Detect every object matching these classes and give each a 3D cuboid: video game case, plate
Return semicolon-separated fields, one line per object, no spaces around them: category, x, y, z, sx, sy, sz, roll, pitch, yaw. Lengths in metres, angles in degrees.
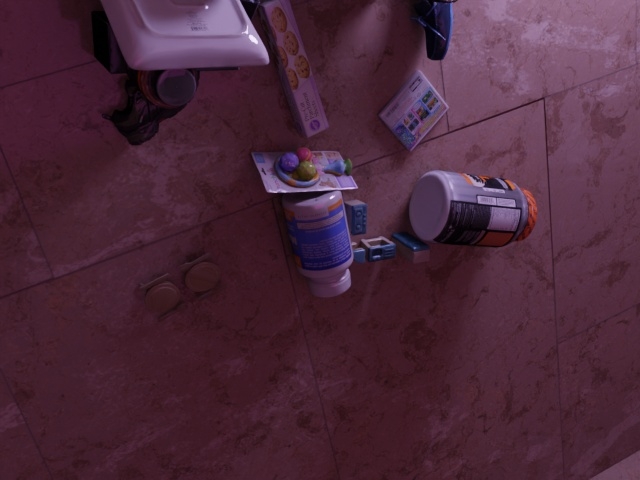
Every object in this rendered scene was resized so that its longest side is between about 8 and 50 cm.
video game case;0.241;-0.333;1.933;0.157;0.019;0.143;-49;124;-3
plate;-0.247;-0.422;1.314;0.277;0.278;0.045;-12;157;-36

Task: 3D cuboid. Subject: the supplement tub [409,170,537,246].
supplement tub;0.415;-0.080;2.022;0.315;0.193;0.194;4;108;-29

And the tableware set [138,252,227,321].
tableware set;-0.336;0.105;1.809;0.194;0.039;0.128;-27;132;-8

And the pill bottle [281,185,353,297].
pill bottle;0.000;0.000;1.868;0.152;0.152;0.272;-20;118;-18

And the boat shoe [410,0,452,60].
boat shoe;0.262;-0.567;1.814;0.088;0.109;0.259;-4;96;-18

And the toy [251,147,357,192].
toy;-0.032;-0.181;1.784;0.237;0.137;0.056;-2;138;-28

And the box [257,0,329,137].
box;-0.063;-0.398;1.725;0.067;0.063;0.324;-26;120;-14

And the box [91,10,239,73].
box;-0.315;-0.406;1.521;0.261;0.184;0.103;-8;113;-24

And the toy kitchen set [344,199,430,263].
toy kitchen set;0.173;-0.026;1.962;0.207;0.122;0.166;-10;114;-24

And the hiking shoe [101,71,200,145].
hiking shoe;-0.356;-0.312;1.598;0.227;0.086;0.114;-48;126;-1

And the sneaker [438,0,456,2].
sneaker;0.195;-0.635;1.647;0.329;0.130;0.147;23;100;-30

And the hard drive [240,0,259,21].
hard drive;-0.301;-0.545;1.450;0.338;0.237;0.064;4;142;-28

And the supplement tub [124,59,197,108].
supplement tub;-0.285;-0.301;1.354;0.106;0.198;0.106;-12;119;-22
